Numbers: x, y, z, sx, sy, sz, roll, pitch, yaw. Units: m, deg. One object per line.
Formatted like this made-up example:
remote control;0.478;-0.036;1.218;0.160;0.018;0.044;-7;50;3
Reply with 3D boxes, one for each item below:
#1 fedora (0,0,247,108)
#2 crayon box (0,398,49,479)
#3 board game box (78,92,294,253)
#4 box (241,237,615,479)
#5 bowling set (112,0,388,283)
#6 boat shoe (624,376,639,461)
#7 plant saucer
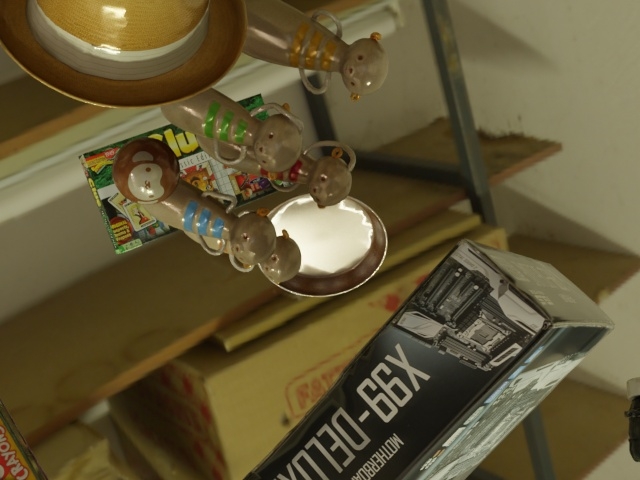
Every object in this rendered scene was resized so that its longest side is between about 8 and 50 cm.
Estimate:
fedora;-0.136;-0.183;0.678;0.194;0.194;0.079;-36;168;-35
crayon box;-0.545;0.368;1.313;0.313;0.363;0.106;-32;173;-14
board game box;-0.171;-0.091;1.264;0.259;0.136;0.030;-24;-175;-24
box;0.056;0.142;0.669;0.307;0.076;0.242;-49;158;13
bowling set;-0.068;-0.049;0.820;0.154;0.287;0.200;25;-144;14
boat shoe;0.472;0.199;0.997;0.302;0.091;0.114;2;164;14
plant saucer;0.000;0.000;1.219;0.168;0.168;0.029;-14;-142;8
